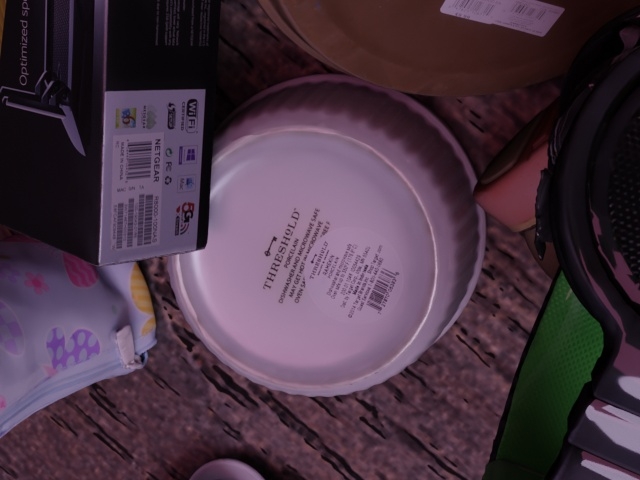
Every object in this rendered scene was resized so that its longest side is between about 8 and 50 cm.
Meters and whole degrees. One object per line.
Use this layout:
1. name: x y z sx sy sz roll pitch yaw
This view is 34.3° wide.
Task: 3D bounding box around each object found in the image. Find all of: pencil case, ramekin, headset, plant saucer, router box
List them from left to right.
1. pencil case: -0.212 0.072 0.641 0.113 0.273 0.124 -43 84 24
2. router box: -0.165 -0.163 0.614 0.243 0.081 0.308 18 109 41
3. ramekin: 0.000 0.000 0.660 0.207 0.109 0.207 3 103 11
4. plant saucer: 0.090 -0.170 0.544 0.278 0.041 0.277 -5 145 -3
5. headset: 0.137 -0.043 0.434 0.185 0.243 0.394 24 110 5

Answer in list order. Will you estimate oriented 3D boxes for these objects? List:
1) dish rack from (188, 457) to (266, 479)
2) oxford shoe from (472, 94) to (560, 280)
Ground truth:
1. dish rack: -0.052 0.347 0.699 0.333 0.072 0.285 41 111 31
2. oxford shoe: 0.279 -0.099 0.572 0.397 0.140 0.146 -38 96 28
